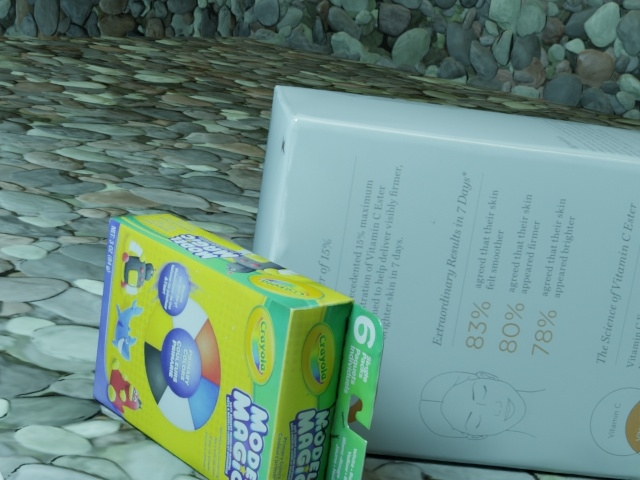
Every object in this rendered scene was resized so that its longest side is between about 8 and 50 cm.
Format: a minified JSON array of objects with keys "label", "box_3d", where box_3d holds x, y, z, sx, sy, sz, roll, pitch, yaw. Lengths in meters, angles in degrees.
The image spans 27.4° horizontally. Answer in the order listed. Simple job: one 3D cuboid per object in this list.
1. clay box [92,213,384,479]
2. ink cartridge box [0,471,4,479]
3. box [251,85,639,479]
[{"label":"clay box","box_3d":[-0.056,0.073,0.792,0.053,0.127,0.222,-4,18,-39]},{"label":"ink cartridge box","box_3d":[-0.205,0.139,0.583,0.135,0.056,0.099,2,15,-25]},{"label":"box","box_3d":[0.127,0.028,0.907,0.345,0.215,0.168,7,13,-8]}]
